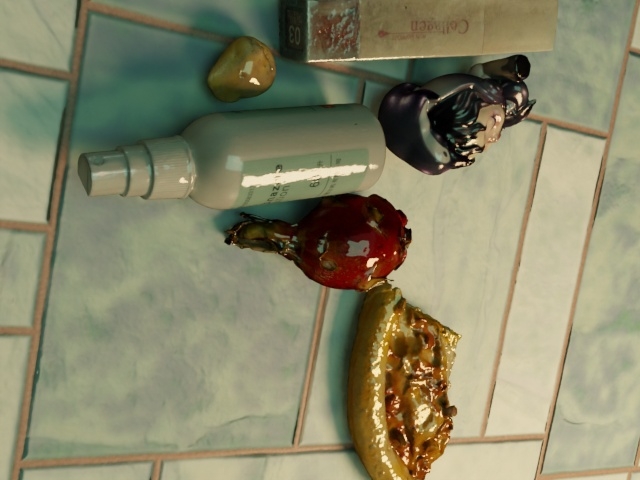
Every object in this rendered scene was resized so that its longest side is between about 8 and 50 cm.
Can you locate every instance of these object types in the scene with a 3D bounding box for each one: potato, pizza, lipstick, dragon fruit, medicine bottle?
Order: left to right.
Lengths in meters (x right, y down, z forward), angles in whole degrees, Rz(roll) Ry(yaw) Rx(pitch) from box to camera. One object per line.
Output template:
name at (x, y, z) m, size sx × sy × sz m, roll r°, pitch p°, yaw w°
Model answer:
medicine bottle at (-0.095, -0.091, 0.970) m, size 0.352 × 0.110 × 0.110 m, roll -10°, pitch 106°, yaw -31°
potato at (-0.091, -0.195, 0.987) m, size 0.083 × 0.062 × 0.068 m, roll -31°, pitch 102°, yaw -1°
dragon fruit at (0.000, 0.000, 1.064) m, size 0.246 × 0.125 × 0.125 m, roll 7°, pitch 110°, yaw -18°
pizza at (0.121, 0.217, 1.200) m, size 0.182 × 0.074 × 0.365 m, roll -8°, pitch 105°, yaw -23°
lipstick at (0.132, -0.271, 1.078) m, size 0.371 × 0.080 × 0.076 m, roll -9°, pitch 110°, yaw -26°

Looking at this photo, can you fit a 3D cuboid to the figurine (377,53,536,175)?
figurine at (0.176, -0.170, 1.128) m, size 0.222 × 0.145 × 0.145 m, roll -34°, pitch 117°, yaw -33°
